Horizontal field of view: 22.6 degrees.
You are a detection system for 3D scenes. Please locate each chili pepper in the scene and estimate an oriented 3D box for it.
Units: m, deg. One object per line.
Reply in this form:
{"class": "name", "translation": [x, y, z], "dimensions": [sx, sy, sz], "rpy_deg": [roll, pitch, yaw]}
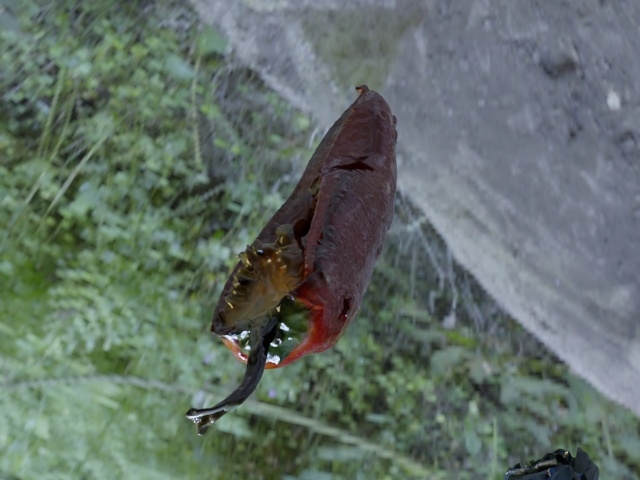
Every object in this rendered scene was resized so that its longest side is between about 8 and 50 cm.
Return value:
{"class": "chili pepper", "translation": [0.000, 0.000, 0.664], "dimensions": [0.050, 0.268, 0.059], "rpy_deg": [45, 119, -11]}

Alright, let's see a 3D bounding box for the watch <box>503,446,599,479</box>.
{"class": "watch", "translation": [-0.068, 0.157, 0.493], "dimensions": [0.276, 0.068, 0.275], "rpy_deg": [17, 70, -6]}
